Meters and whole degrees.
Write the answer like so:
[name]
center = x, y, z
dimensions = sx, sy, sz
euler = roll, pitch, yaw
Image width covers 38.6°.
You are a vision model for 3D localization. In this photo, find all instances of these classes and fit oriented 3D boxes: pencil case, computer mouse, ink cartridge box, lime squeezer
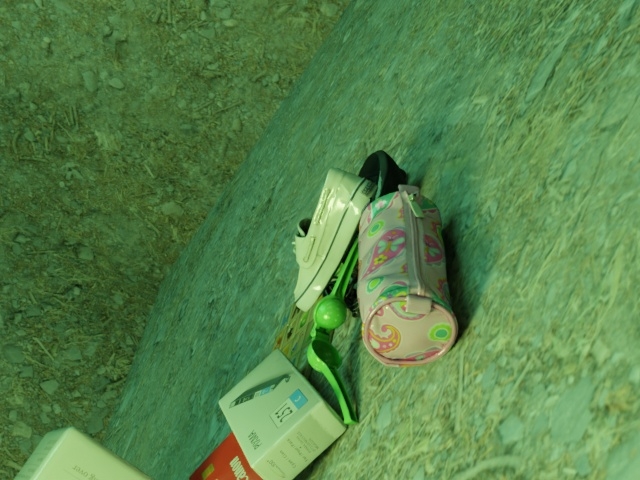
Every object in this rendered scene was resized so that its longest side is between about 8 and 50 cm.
[pencil case]
center = 0.110, 0.039, 1.198
dimensions = 0.124, 0.124, 0.284
euler = -55, 16, 29
[computer mouse]
center = 0.087, -0.009, 1.484
dimensions = 0.188, 0.072, 0.272
euler = -174, 98, -72
[ink cartridge box]
center = -0.110, 0.310, 1.403
dimensions = 0.261, 0.066, 0.296
euler = -43, 16, -6
[lime squeezer]
center = 0.022, 0.128, 1.365
dimensions = 0.110, 0.058, 0.310
euler = 133, 148, -58

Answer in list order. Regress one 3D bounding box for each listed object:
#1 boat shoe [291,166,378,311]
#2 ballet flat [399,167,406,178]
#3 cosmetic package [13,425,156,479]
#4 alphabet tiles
[boat shoe]
center = 0.000, 0.000, 1.417
dimensions = 0.096, 0.088, 0.268
euler = -55, -7, -47
[ballet flat]
center = 0.097, -0.054, 1.589
dimensions = 0.173, 0.049, 0.057
euler = -60, 42, 30
[cosmetic package]
center = -0.407, 0.554, 1.480
dimensions = 0.394, 0.329, 0.327
euler = -57, 12, -23
[alphabet tiles]
center = -0.033, 0.167, 1.682
dimensions = 0.285, 0.011, 0.343
euler = -46, 22, 48
